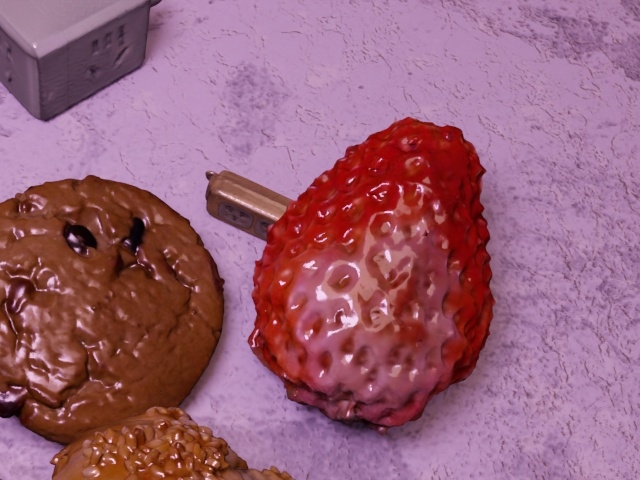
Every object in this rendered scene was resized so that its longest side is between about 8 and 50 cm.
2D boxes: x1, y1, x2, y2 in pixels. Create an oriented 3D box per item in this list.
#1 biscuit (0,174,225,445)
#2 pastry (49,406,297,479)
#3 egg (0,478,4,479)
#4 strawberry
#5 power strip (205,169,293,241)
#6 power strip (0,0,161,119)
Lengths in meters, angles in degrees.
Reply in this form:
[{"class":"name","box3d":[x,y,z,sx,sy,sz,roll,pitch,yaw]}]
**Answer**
[{"class":"biscuit","box3d":[-0.229,0.060,1.020,0.296,0.075,0.295,13,60,-24]},{"class":"pastry","box3d":[-0.089,0.262,0.882,0.311,0.255,0.162,44,93,-6]},{"class":"egg","box3d":[-0.307,0.316,0.815,0.221,0.220,0.269,-18,70,-22]},{"class":"strawberry","box3d":[0.068,0.025,1.040,0.265,0.149,0.336,21,85,1]},{"class":"power strip","box3d":[0.000,0.000,1.148,0.306,0.064,0.044,24,62,0]},{"class":"power strip","box3d":[-0.282,-0.270,1.180,0.224,0.140,0.139,-37,75,-27]}]
